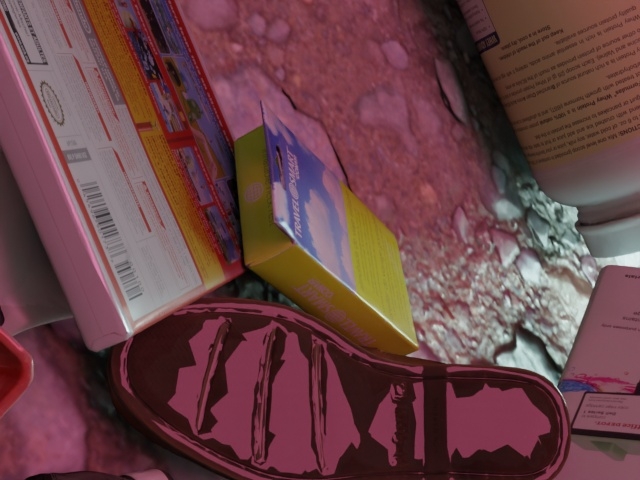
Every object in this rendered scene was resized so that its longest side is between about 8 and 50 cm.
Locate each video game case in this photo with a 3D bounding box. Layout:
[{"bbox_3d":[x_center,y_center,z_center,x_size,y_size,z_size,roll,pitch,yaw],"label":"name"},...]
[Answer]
[{"bbox_3d":[-0.105,-0.063,0.672,0.204,0.025,0.285,67,15,-2],"label":"video game case"}]

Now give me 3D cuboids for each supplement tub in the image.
[{"bbox_3d":[0.262,-0.171,1.025,0.235,0.235,0.325,-28,95,-47],"label":"supplement tub"}]

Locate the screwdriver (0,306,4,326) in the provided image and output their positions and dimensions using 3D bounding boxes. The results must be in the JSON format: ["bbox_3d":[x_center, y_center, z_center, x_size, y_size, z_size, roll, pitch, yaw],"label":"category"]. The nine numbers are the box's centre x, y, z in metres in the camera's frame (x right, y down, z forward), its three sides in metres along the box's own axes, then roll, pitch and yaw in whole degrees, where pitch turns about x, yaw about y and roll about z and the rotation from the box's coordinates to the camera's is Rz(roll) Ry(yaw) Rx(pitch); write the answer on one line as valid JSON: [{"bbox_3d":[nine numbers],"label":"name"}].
[{"bbox_3d":[-0.223,0.075,0.548,0.170,0.025,0.024,-31,122,-9],"label":"screwdriver"}]

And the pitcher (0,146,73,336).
[{"bbox_3d":[-0.219,-0.021,0.580,0.178,0.125,0.207,-37,114,-31],"label":"pitcher"}]

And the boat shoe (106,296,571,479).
[{"bbox_3d":[0.004,0.115,0.756,0.307,0.104,0.110,17,72,-21],"label":"boat shoe"}]

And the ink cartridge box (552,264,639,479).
[{"bbox_3d":[0.241,0.186,0.900,0.278,0.117,0.201,-57,144,-41],"label":"ink cartridge box"}]

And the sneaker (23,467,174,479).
[{"bbox_3d":[-0.132,0.223,0.597,0.106,0.078,0.234,21,57,-35],"label":"sneaker"}]

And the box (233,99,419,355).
[{"bbox_3d":[0.000,0.000,0.787,0.178,0.042,0.109,42,29,-44],"label":"box"}]

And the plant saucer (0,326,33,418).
[{"bbox_3d":[-0.292,0.060,0.459,0.259,0.048,0.258,47,72,-21],"label":"plant saucer"}]
